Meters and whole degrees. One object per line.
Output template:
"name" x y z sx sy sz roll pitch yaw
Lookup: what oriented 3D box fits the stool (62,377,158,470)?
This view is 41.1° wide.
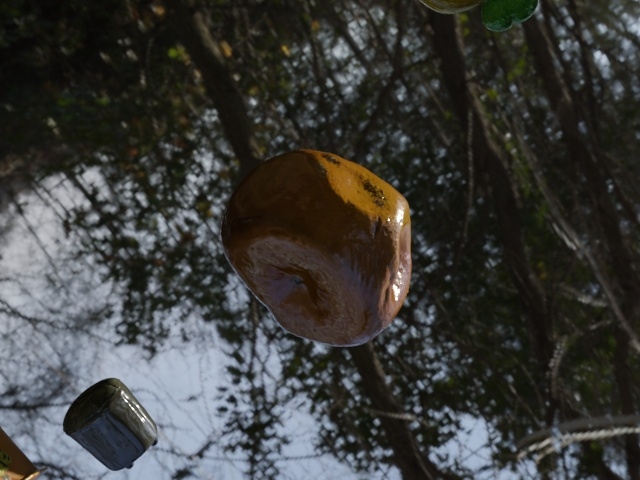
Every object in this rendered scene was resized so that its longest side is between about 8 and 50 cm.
"stool" -0.273 0.242 1.117 0.096 0.110 0.096 -36 -164 12

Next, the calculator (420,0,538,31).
"calculator" 0.114 -0.291 0.773 0.146 0.235 0.032 -41 -167 -17

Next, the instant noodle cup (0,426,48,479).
"instant noodle cup" -0.361 0.186 0.695 0.215 0.172 0.216 -35 177 -2

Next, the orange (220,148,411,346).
"orange" 0.000 0.000 1.012 0.249 0.249 0.183 -17 -150 48
